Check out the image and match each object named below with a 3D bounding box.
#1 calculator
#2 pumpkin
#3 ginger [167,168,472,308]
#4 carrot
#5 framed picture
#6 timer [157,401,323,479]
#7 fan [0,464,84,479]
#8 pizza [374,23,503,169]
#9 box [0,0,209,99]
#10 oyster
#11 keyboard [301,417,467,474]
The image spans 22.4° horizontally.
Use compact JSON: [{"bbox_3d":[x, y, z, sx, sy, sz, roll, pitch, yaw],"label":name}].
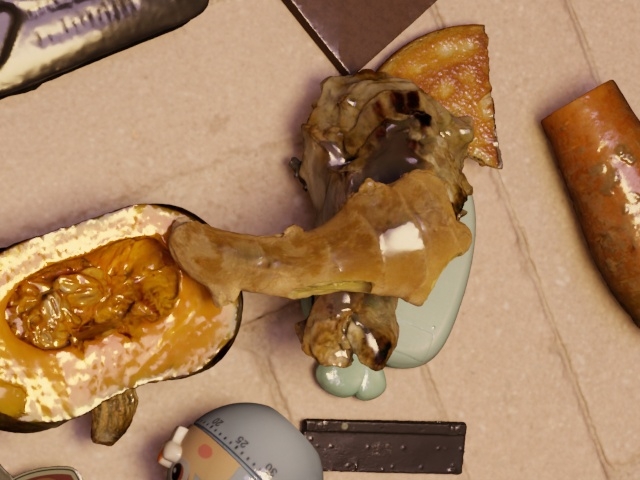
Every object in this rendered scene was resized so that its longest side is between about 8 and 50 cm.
[{"bbox_3d":[0.076,0.034,1.761,0.184,0.042,0.295,22,78,-19],"label":"calculator"},{"bbox_3d":[-0.219,0.091,1.596,0.317,0.139,0.222,-18,89,-24],"label":"pumpkin"},{"bbox_3d":[0.000,0.000,1.547,0.294,0.086,0.131,-1,99,-1],"label":"ginger"},{"bbox_3d":[0.355,-0.026,1.833,0.138,0.138,0.302,-32,91,-20],"label":"carrot"},{"bbox_3d":[0.049,-0.279,1.781,0.168,0.023,0.128,-43,103,-18],"label":"framed picture"},{"bbox_3d":[-0.121,0.259,1.614,0.255,0.175,0.175,-20,94,-14],"label":"timer"},{"bbox_3d":[-0.296,0.261,1.598,0.132,0.009,0.220,-38,89,3],"label":"fan"},{"bbox_3d":[0.150,-0.154,1.791,0.176,0.036,0.185,44,69,-2],"label":"pizza"},{"bbox_3d":[-0.284,-0.310,1.626,0.290,0.073,0.289,-24,95,-21],"label":"box"},{"bbox_3d":[0.045,-0.026,1.663,0.197,0.133,0.337,16,73,9],"label":"oyster"},{"bbox_3d":[0.069,0.224,1.762,0.195,0.018,0.060,5,92,-21],"label":"keyboard"}]
